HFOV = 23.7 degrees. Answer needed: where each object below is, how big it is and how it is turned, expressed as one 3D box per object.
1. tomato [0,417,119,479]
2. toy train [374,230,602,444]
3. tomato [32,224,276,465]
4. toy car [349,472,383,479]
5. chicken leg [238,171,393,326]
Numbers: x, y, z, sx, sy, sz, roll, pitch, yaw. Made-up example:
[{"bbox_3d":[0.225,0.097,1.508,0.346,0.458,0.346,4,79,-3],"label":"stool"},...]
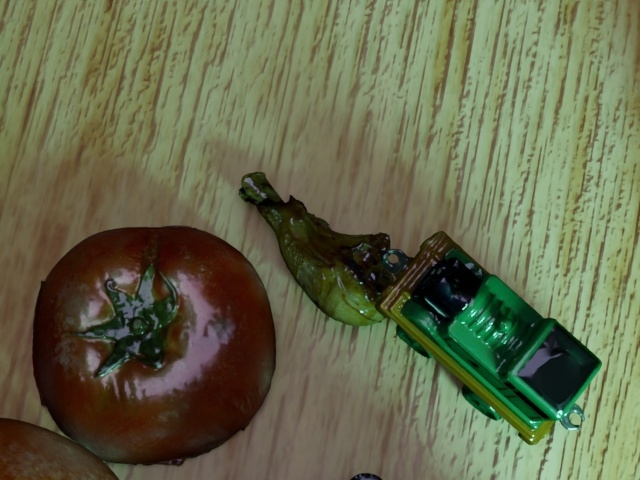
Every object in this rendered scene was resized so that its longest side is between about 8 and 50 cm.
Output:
[{"bbox_3d":[-0.258,0.270,1.162,0.265,0.265,0.265,1,75,-2],"label":"tomato"},{"bbox_3d":[0.146,0.082,1.281,0.227,0.136,0.091,43,77,-7],"label":"toy train"},{"bbox_3d":[-0.148,0.083,1.305,0.225,0.085,0.225,0,78,-1],"label":"tomato"},{"bbox_3d":[-0.022,0.237,1.268,0.170,0.080,0.070,-6,76,-4],"label":"toy car"},{"bbox_3d":[0.000,0.000,1.345,0.178,0.070,0.093,41,71,18],"label":"chicken leg"}]
